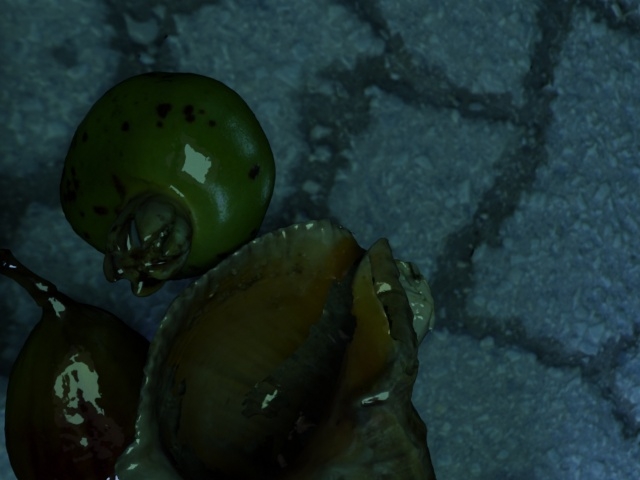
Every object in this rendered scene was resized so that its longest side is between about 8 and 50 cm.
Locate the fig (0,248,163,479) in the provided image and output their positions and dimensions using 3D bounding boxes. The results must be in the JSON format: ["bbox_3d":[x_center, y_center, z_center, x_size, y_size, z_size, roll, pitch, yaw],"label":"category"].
[{"bbox_3d":[-0.230,0.122,0.580,0.170,0.145,0.274,-23,118,-14],"label":"fig"}]

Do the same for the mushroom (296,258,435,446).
[{"bbox_3d":[0.043,0.150,0.705,0.099,0.096,0.278,29,99,7],"label":"mushroom"}]

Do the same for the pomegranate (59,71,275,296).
[{"bbox_3d":[-0.137,-0.042,0.551,0.202,0.248,0.202,1,121,1],"label":"pomegranate"}]

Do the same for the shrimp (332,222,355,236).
[{"bbox_3d":[0.003,-0.003,0.710,0.092,0.029,0.038,10,85,-24],"label":"shrimp"}]

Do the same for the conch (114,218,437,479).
[{"bbox_3d":[-0.035,0.162,0.568,0.297,0.210,0.352,22,55,-25],"label":"conch"}]
